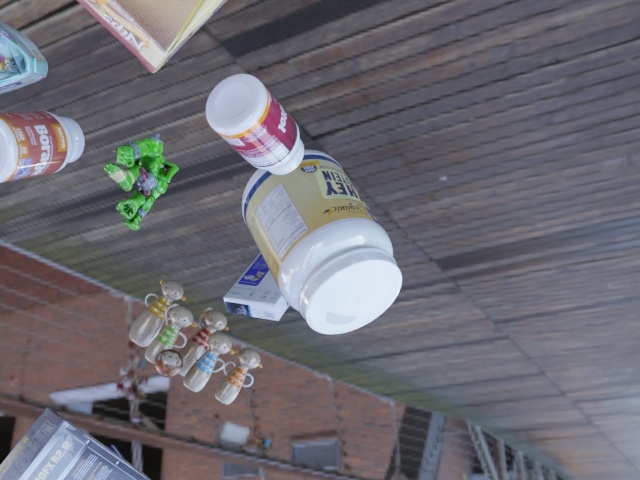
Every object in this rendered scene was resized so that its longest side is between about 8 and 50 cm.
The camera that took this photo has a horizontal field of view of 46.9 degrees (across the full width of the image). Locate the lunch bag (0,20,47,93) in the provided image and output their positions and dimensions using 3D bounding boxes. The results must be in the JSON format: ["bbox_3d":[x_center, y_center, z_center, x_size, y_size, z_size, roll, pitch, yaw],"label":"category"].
[{"bbox_3d":[-0.616,-0.329,1.278,0.262,0.160,0.223,16,-174,-14],"label":"lunch bag"}]

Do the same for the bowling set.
[{"bbox_3d":[-0.247,0.208,1.474,0.287,0.154,0.200,34,175,-4],"label":"bowling set"}]

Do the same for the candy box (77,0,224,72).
[{"bbox_3d":[-0.154,-0.375,0.869,0.183,0.316,0.087,44,160,-15],"label":"candy box"}]

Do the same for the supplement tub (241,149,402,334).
[{"bbox_3d":[0.000,0.000,1.414,0.228,0.316,0.228,-18,140,-16],"label":"supplement tub"}]

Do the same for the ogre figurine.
[{"bbox_3d":[-0.343,-0.121,1.422,0.096,0.118,0.197,9,131,31],"label":"ogre figurine"}]

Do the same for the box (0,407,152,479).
[{"bbox_3d":[-0.345,0.356,0.923,0.056,0.231,0.183,12,149,46],"label":"box"}]

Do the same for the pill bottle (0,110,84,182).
[{"bbox_3d":[-0.538,-0.177,1.355,0.121,0.121,0.216,-11,-172,22],"label":"pill bottle"}]

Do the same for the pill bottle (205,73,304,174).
[{"bbox_3d":[-0.080,-0.148,0.979,0.086,0.086,0.152,-10,157,20],"label":"pill bottle"}]

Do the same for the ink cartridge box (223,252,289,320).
[{"bbox_3d":[-0.127,0.099,2.113,0.165,0.333,0.065,5,125,24],"label":"ink cartridge box"}]

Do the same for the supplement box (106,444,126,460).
[{"bbox_3d":[-0.340,0.491,1.172,0.194,0.195,0.356,-36,165,-23],"label":"supplement box"}]
